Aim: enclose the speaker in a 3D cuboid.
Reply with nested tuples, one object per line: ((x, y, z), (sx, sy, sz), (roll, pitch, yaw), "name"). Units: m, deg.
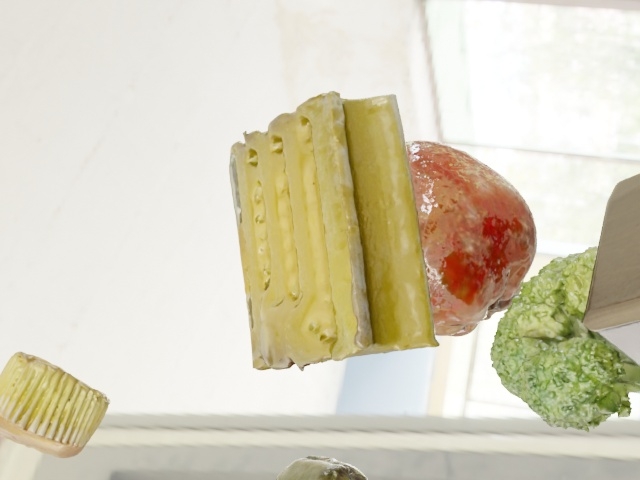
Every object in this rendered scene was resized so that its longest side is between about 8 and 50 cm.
((0.372, 0.020, 1.005), (0.153, 0.231, 0.192), (36, -125, -25), "speaker")

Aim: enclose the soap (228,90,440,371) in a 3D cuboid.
((0.000, 0.000, 1.291), (0.143, 0.259, 0.281), (-5, -96, -32), "soap")

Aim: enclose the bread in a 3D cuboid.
((-0.437, 0.265, 1.829), (0.133, 0.179, 0.250), (-67, 13, -13), "bread")

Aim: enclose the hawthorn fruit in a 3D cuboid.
((0.146, 0.008, 1.512), (0.284, 0.284, 0.284), (7, -90, -76), "hawthorn fruit")

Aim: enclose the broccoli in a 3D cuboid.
((0.306, 0.101, 1.192), (0.302, 0.254, 0.186), (12, 107, 63), "broccoli")

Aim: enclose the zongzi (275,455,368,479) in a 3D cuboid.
((0.036, 0.508, 1.693), (0.360, 0.160, 0.323), (38, -116, -44), "zongzi")
